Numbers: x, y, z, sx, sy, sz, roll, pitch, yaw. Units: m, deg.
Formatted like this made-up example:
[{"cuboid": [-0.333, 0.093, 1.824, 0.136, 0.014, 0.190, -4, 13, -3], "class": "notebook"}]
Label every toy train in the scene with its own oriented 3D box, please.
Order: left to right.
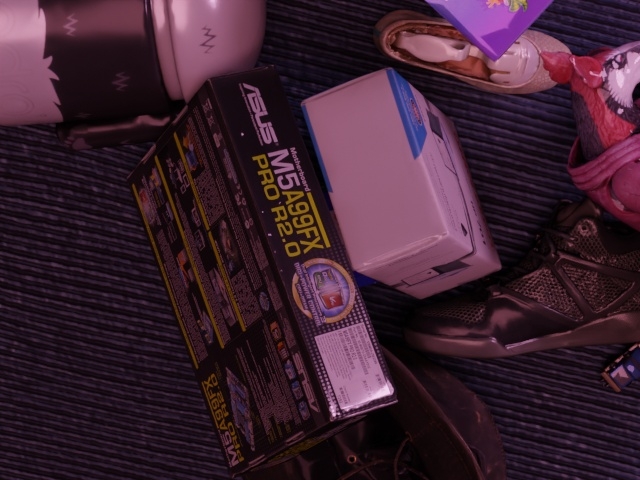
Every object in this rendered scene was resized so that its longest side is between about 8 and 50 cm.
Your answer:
[{"cuboid": [0.305, 0.078, 1.408, 0.158, 0.036, 0.027, -41, 102, 11], "class": "toy train"}]

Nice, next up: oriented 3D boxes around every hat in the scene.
[{"cuboid": [0.066, 0.173, 1.373, 0.134, 0.331, 0.331, -29, 109, -34], "class": "hat"}]

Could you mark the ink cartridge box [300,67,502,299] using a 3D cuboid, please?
[{"cuboid": [0.066, -0.039, 1.271, 0.082, 0.191, 0.139, -22, 76, 16], "class": "ink cartridge box"}]

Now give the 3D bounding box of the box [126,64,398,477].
[{"cuboid": [-0.053, 0.030, 1.259, 0.060, 0.216, 0.270, -15, 77, -27], "class": "box"}]

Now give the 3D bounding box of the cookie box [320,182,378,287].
[{"cuboid": [0.000, 0.000, 1.385, 0.107, 0.040, 0.091, -15, 105, 4], "class": "cookie box"}]

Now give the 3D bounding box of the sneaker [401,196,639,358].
[{"cuboid": [0.177, 0.028, 1.372, 0.228, 0.087, 0.130, -8, 105, -1], "class": "sneaker"}]

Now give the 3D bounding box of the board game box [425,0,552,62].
[{"cuboid": [0.206, -0.302, 1.182, 0.078, 0.233, 0.347, 40, 103, -11], "class": "board game box"}]

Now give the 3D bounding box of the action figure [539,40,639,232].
[{"cuboid": [0.303, -0.024, 1.301, 0.370, 0.248, 0.276, 38, 117, -11], "class": "action figure"}]

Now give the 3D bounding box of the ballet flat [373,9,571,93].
[{"cuboid": [0.125, -0.150, 1.334, 0.168, 0.052, 0.057, 8, 106, -3], "class": "ballet flat"}]

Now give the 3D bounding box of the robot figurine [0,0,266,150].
[{"cuboid": [-0.181, -0.179, 1.268, 0.278, 0.209, 0.173, -5, 76, 2], "class": "robot figurine"}]
